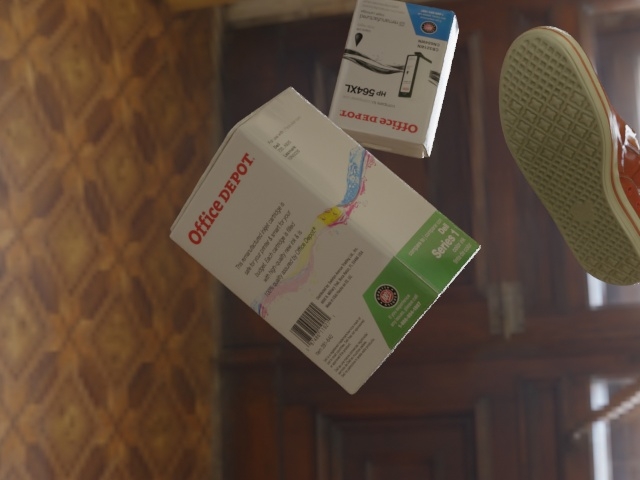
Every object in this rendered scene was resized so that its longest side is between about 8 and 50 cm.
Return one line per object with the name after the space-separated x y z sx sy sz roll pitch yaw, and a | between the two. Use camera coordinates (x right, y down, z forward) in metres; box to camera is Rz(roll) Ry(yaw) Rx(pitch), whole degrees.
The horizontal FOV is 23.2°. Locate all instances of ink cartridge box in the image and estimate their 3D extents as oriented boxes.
0.000 0.000 1.704 0.278 0.201 0.117 41 43 4 | ink cartridge box
0.105 -0.236 2.249 0.086 0.148 0.203 56 46 -77 | ink cartridge box

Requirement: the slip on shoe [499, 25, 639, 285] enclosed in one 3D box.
0.277 -0.096 1.624 0.331 0.123 0.101 58 48 -36 | slip on shoe
